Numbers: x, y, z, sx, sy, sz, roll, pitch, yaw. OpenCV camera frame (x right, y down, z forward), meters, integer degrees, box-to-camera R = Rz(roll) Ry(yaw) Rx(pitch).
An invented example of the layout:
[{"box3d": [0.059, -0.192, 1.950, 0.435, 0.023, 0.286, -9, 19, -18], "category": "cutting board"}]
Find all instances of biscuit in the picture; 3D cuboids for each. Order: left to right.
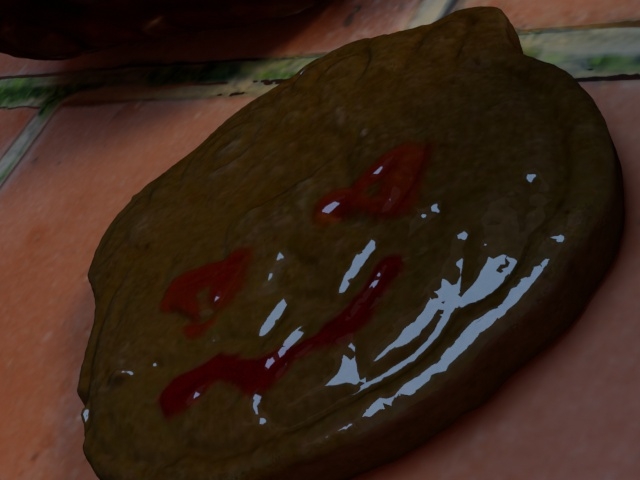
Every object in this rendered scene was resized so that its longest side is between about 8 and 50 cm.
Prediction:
[{"box3d": [-0.001, -0.001, 0.535, 0.273, 0.049, 0.257, -30, 37, 14], "category": "biscuit"}]

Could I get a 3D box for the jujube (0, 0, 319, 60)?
[{"box3d": [-0.125, -0.221, 0.764, 0.342, 0.216, 0.216, 5, 56, 36], "category": "jujube"}]
